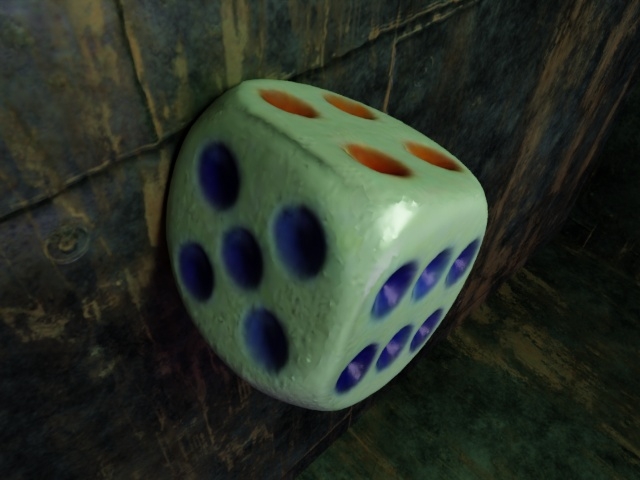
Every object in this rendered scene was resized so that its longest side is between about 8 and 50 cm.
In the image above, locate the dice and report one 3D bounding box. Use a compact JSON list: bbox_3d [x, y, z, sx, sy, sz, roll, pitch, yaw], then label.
[{"bbox_3d":[0.000,0.000,0.664,0.276,0.304,0.304,-12,132,-48],"label":"dice"}]
